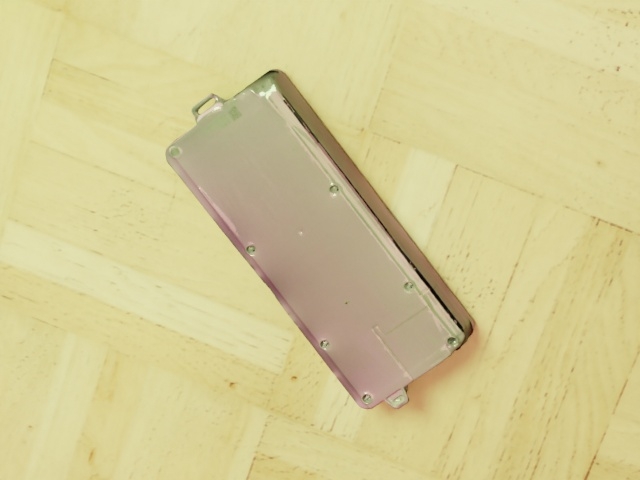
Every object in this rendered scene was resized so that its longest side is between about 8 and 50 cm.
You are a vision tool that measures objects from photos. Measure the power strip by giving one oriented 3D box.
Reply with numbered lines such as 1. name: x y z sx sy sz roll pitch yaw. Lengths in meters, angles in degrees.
1. power strip: 0.000 0.000 1.518 0.109 0.037 0.279 -36 96 21
